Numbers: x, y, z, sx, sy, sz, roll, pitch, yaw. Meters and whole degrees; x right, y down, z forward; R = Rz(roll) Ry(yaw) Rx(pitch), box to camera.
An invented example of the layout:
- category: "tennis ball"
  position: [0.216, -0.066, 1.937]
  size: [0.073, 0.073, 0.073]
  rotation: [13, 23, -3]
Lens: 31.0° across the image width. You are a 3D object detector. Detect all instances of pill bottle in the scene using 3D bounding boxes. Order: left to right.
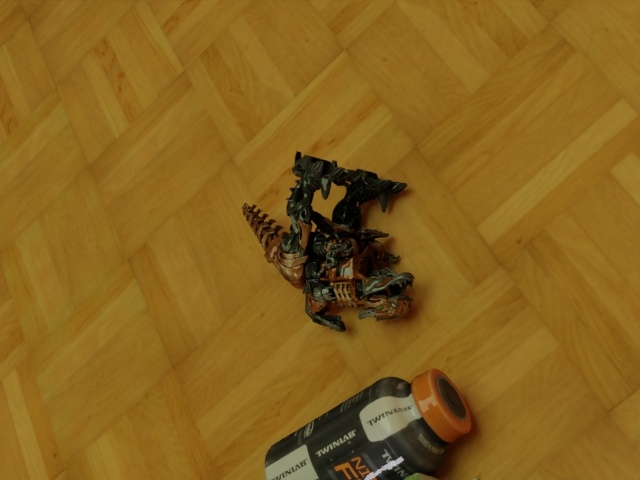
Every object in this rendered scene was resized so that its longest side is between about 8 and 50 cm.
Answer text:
- category: "pill bottle"
  position: [0.061, 0.251, 1.405]
  size: [0.245, 0.130, 0.130]
  rotation: [-35, 50, 21]

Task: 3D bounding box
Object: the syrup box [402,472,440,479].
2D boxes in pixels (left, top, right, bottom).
- category: "syrup box"
  position: [0.060, 0.375, 1.365]
  size: [0.237, 0.096, 0.093]
  rotation: [-35, 50, 23]

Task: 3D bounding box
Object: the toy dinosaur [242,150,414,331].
- category: "toy dinosaur"
  position: [0.000, 0.000, 1.581]
  size: [0.322, 0.164, 0.218]
  rotation: [20, 98, 22]

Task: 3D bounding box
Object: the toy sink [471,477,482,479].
- category: "toy sink"
  position: [0.166, 0.392, 1.235]
  size: [0.234, 0.153, 0.131]
  rotation: [-55, 46, 4]
